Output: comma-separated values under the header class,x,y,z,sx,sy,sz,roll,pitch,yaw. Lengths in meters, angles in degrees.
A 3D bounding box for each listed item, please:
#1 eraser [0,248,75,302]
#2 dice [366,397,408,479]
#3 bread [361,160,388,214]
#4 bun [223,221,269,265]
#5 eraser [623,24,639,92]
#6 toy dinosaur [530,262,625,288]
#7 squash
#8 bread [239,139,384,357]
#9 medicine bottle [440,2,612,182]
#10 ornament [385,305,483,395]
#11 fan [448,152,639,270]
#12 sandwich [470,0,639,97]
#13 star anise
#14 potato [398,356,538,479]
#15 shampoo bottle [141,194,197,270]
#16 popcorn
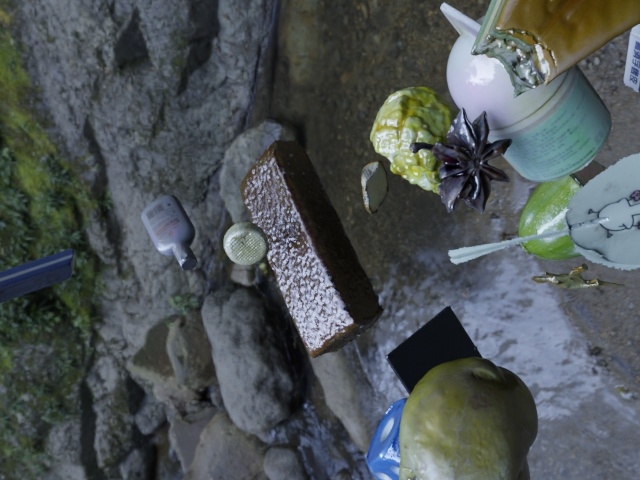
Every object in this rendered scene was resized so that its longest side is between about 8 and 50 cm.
class,x,y,z,sx,sy,sz,roll,pitch,yaw
eraser,-0.609,0.080,1.135,0.036,0.225,0.082,58,145,13
dice,0.178,0.393,1.044,0.146,0.143,0.146,31,143,-3
bread,0.143,-0.149,1.523,0.044,0.126,0.129,11,139,26
bun,-0.138,0.001,1.027,0.055,0.086,0.086,-108,29,-59
eraser,0.803,-0.445,1.324,0.124,0.068,0.210,51,175,38
toy dinosaur,0.569,0.093,1.237,0.126,0.161,0.039,-25,51,57
squash,0.769,-0.059,1.701,0.310,0.310,0.309,54,132,30
bread,-0.028,0.010,1.113,0.165,0.113,0.417,-40,66,38
medicine bottle,0.411,-0.328,1.167,0.235,0.406,0.236,-35,36,30
ornament,0.174,0.236,0.992,0.166,0.153,0.196,58,156,1
fan,0.390,-0.023,0.812,0.414,0.012,0.233,-12,131,23
sandwich,0.312,-0.354,0.817,0.227,0.198,0.155,57,-179,-4
star anise,0.273,-0.156,1.080,0.209,0.231,0.089,-58,21,-13
potato,0.167,0.235,0.637,0.136,0.154,0.201,-1,69,38
shampoo bottle,-0.272,-0.013,1.025,0.165,0.080,0.040,53,172,32
popcorn,0.332,-0.326,1.714,0.292,0.334,0.293,-59,26,-2
